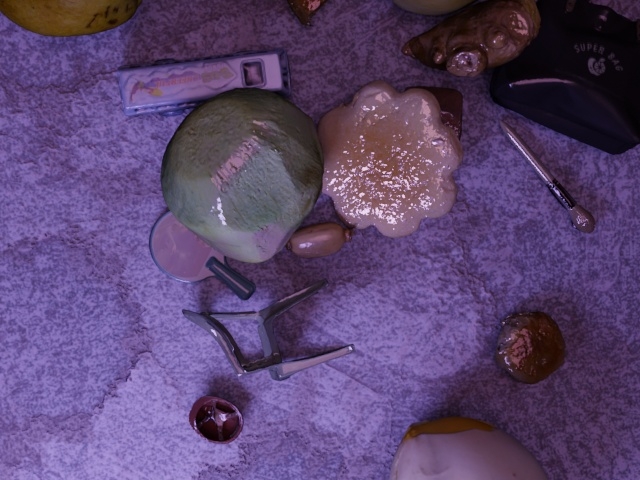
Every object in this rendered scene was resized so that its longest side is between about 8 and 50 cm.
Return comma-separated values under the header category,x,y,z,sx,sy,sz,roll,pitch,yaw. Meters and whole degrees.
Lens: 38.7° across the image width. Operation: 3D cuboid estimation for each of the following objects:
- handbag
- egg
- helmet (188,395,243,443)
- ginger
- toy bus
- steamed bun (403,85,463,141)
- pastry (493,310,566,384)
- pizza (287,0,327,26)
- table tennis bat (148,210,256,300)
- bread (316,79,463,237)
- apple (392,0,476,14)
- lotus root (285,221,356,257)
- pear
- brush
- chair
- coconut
category,x,y,z,sx,sy,sz,roll,pitch,yaw
handbag,0.535,-0.356,1.821,0.342,0.152,0.288,22,78,-8
egg,0.293,0.491,1.755,0.345,0.283,0.283,22,90,-11
helmet,-0.207,0.346,1.799,0.111,0.057,0.089,33,92,-12
ginger,0.286,-0.380,1.760,0.270,0.219,0.123,-21,116,35
toy bus,-0.217,-0.303,1.730,0.329,0.136,0.109,-8,96,-5
steamed bun,0.207,-0.217,1.798,0.144,0.106,0.175,6,96,-4
pastry,0.427,0.217,1.857,0.153,0.081,0.153,0,89,-5
pizza,0.012,-0.563,1.781,0.197,0.058,0.292,0,93,4
table tennis bat,-0.228,0.034,1.796,0.237,0.038,0.149,40,87,-4
bread,0.123,-0.151,1.761,0.315,0.054,0.316,5,108,15
apple,0.234,-0.586,1.721,0.257,0.233,0.295,-17,95,0
lotus root,0.000,0.000,1.802,0.150,0.062,0.073,-10,133,0
pear,-0.443,-0.511,1.628,0.303,0.304,0.304,0,93,-7
brush,0.461,-0.130,1.872,0.039,0.042,0.299,-43,93,-17
chair,-0.103,0.177,1.741,0.274,0.203,0.191,-19,83,-14
coconut,-0.132,-0.119,1.679,0.281,0.328,0.329,11,91,27
